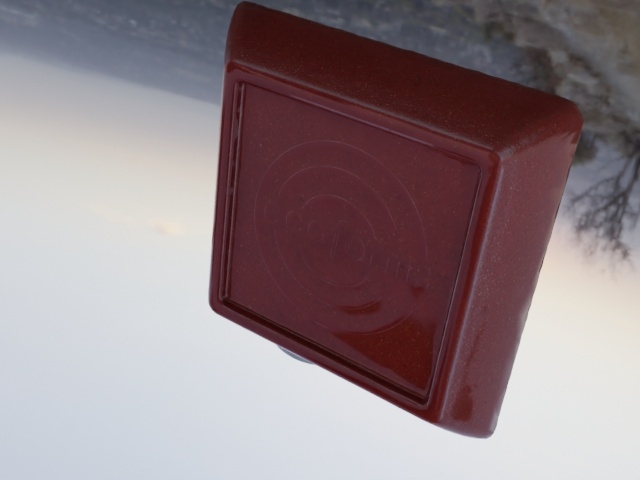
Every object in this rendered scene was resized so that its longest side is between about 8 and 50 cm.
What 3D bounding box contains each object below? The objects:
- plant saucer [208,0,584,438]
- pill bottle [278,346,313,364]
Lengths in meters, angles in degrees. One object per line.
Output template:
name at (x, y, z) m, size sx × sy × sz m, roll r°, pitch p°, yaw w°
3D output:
plant saucer at (0.020, -0.005, 0.600) m, size 0.258 × 0.259 × 0.048 m, roll 24°, pitch -148°, yaw 26°
pill bottle at (0.000, 0.000, 1.093) m, size 0.188 × 0.188 × 0.334 m, roll 14°, pitch -153°, yaw -11°
